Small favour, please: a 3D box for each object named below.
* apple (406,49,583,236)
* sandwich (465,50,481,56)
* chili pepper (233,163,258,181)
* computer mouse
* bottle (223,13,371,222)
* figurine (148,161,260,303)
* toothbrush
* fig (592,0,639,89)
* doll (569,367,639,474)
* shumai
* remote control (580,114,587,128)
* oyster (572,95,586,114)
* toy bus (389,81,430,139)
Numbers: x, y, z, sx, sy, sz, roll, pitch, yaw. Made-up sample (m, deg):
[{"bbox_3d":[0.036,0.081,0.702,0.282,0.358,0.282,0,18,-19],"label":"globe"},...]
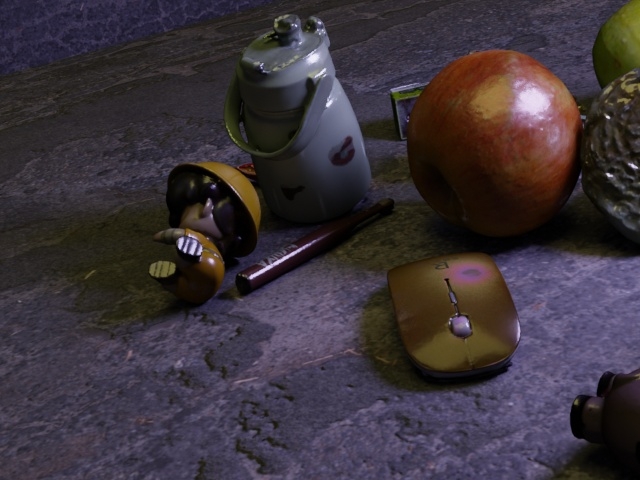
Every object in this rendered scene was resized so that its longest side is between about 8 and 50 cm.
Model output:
[{"bbox_3d":[0.272,-0.147,1.605,0.302,0.301,0.301,-8,25,4],"label":"apple"},{"bbox_3d":[0.322,-0.204,1.854,0.227,0.198,0.155,29,37,9],"label":"sandwich"},{"bbox_3d":[-0.060,-0.122,1.954,0.268,0.050,0.059,8,71,36],"label":"chili pepper"},{"bbox_3d":[0.180,0.087,1.391,0.158,0.072,0.310,-10,25,2],"label":"computer mouse"},{"bbox_3d":[-0.045,-0.213,1.741,0.229,0.351,0.229,-8,44,8],"label":"bottle"},{"bbox_3d":[-0.184,-0.013,1.631,0.167,0.192,0.256,14,48,-10],"label":"figurine"},{"bbox_3d":[0.000,-0.001,1.679,0.041,0.041,0.364,16,34,43],"label":"toothbrush"},{"bbox_3d":[0.671,-0.333,1.912,0.258,0.258,0.326,-11,41,-3],"label":"fig"},{"bbox_3d":[0.387,0.199,1.019,0.257,0.117,0.182,15,36,43],"label":"doll"},{"bbox_3d":[0.564,-0.136,1.595,0.309,0.304,0.263,25,7,8],"label":"shumai"},{"bbox_3d":[0.534,-0.182,1.864,0.145,0.050,0.344,-29,31,-35],"label":"remote control"},{"bbox_3d":[0.456,-0.268,2.062,0.200,0.061,0.106,-23,29,-27],"label":"oyster"},{"bbox_3d":[0.299,-0.306,2.148,0.302,0.113,0.139,-13,21,-6],"label":"toy bus"}]
